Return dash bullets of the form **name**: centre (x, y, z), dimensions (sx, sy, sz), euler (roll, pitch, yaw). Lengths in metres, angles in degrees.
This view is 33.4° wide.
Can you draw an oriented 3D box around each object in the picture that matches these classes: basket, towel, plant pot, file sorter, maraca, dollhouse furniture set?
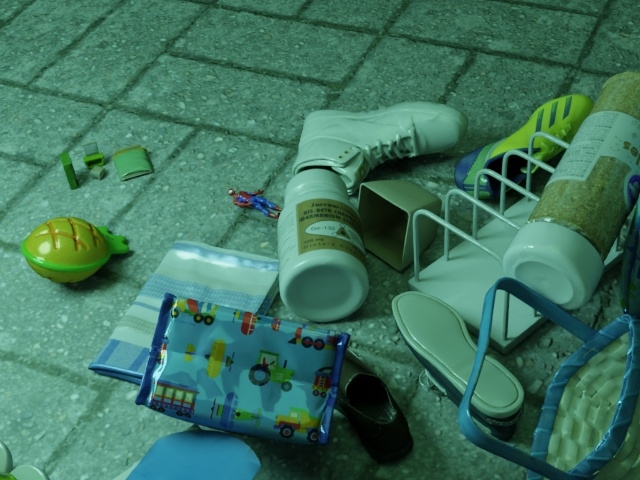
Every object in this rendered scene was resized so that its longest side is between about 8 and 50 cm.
- **basket**: centre (0.309, 0.192, 1.279), dimensions (0.289, 0.201, 0.255), euler (26, 46, -4)
- **towel**: centre (-0.190, 0.109, 1.591), dimensions (0.209, 0.034, 0.285), euler (12, 45, 20)
- **plant pot**: centre (0.129, -0.035, 1.668), dimensions (0.096, 0.109, 0.109), euler (-22, 43, -35)
- **file sorter**: centre (0.292, -0.011, 1.566), dimensions (0.277, 0.173, 0.193), euler (-33, 49, -28)
- **maraca**: centre (-0.386, 0.010, 1.682), dimensions (0.127, 0.099, 0.185), euler (29, 27, 23)
- **dollhouse furniture set**: centre (-0.376, -0.143, 1.873), dimensions (0.151, 0.059, 0.076), euler (-17, 43, -12)

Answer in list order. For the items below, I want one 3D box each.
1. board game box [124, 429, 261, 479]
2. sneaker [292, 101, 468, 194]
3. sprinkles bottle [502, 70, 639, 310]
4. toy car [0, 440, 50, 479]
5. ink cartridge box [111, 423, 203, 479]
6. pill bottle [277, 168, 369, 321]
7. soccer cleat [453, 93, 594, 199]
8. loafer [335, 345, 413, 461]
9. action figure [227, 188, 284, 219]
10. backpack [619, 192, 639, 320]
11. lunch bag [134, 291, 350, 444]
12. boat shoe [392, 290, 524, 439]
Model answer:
- **board game box**: centre (-0.145, 0.275, 1.146), dimensions (0.133, 0.033, 0.169), euler (11, 39, 25)
- **sneaker**: centre (0.098, -0.143, 1.795), dimensions (0.292, 0.108, 0.169), euler (-3, 43, 18)
- **sprinkles bottle**: centre (0.367, -0.073, 1.425), dimensions (0.121, 0.121, 0.355), euler (19, 56, 25)
- **toy car**: centre (-0.439, 0.320, 1.322), dimensions (0.182, 0.159, 0.136), euler (25, 85, 29)
- **ink cartridge box**: centre (-0.128, 0.363, 1.197), dimensions (0.168, 0.171, 0.232), euler (-32, 49, -27)
- **pill bottle**: centre (0.000, 0.000, 1.616), dimensions (0.131, 0.131, 0.229), euler (-5, 42, 0)
- **soccer cleat**: centre (0.354, -0.149, 1.755), dimensions (0.289, 0.093, 0.121), euler (-30, 24, -17)
- **loafer**: centre (0.054, 0.196, 1.432), dimensions (0.080, 0.078, 0.220), euler (-26, 46, -21)
- **action figure**: centre (-0.109, -0.065, 1.781), dimensions (0.115, 0.030, 0.038), euler (19, 52, 28)
- **backpack**: centre (0.527, -0.016, 1.376), dimensions (0.290, 0.355, 0.273), euler (-35, 66, -25)
- **lunch bag**: centre (-0.092, 0.187, 1.328), dimensions (0.221, 0.293, 0.138), euler (12, 72, 1)
- **boat shoe**: centre (0.183, 0.166, 1.451), dimensions (0.095, 0.079, 0.254), euler (-28, 48, -25)
